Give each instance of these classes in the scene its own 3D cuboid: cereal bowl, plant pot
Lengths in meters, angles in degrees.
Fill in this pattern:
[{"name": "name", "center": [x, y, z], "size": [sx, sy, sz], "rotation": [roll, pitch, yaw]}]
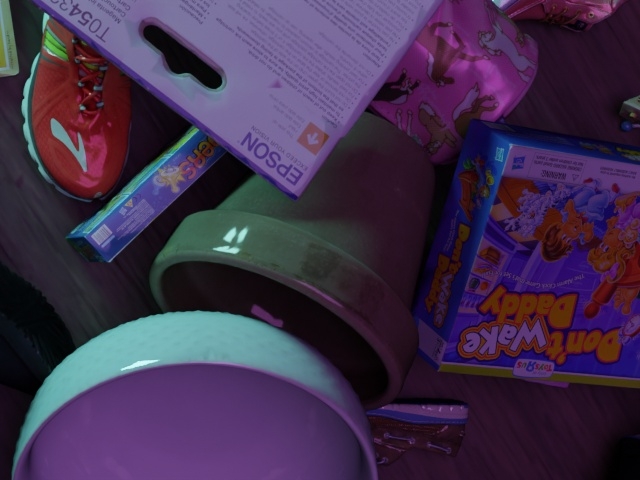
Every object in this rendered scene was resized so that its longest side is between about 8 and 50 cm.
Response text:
[{"name": "cereal bowl", "center": [-0.114, 0.189, 1.686], "size": [0.338, 0.141, 0.339], "rotation": [-1, 130, -1]}, {"name": "plant pot", "center": [0.000, 0.000, 1.727], "size": [0.263, 0.263, 0.229], "rotation": [34, 64, -13]}]

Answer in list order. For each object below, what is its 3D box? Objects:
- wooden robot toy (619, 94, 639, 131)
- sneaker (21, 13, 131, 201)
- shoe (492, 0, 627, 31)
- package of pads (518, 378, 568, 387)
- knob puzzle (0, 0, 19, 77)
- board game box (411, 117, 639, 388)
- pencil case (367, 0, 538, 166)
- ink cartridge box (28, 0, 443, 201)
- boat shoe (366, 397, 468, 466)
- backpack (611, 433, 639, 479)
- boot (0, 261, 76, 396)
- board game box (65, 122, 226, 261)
[{"name": "wooden robot toy", "center": [0.397, -0.121, 1.919], "size": [0.173, 0.076, 0.079], "rotation": [35, 70, -14]}, {"name": "sneaker", "center": [-0.221, -0.176, 1.713], "size": [0.107, 0.118, 0.279], "rotation": [2, 89, -15]}, {"name": "shoe", "center": [0.245, -0.245, 1.875], "size": [0.178, 0.063, 0.081], "rotation": [-32, 93, -18]}, {"name": "package of pads", "center": [0.214, 0.128, 1.873], "size": [0.083, 0.050, 0.032], "rotation": [12, 93, -16]}, {"name": "knob puzzle", "center": [-0.392, -0.230, 1.710], "size": [0.213, 0.030, 0.213], "rotation": [0, 91, -16]}, {"name": "board game box", "center": [0.274, 0.022, 1.797], "size": [0.347, 0.078, 0.233], "rotation": [7, 109, -30]}, {"name": "pencil case", "center": [0.031, -0.236, 1.769], "size": [0.386, 0.160, 0.167], "rotation": [39, 45, -13]}, {"name": "ink cartridge box", "center": [-0.059, -0.259, 1.629], "size": [0.324, 0.071, 0.330], "rotation": [38, 83, -12]}, {"name": "boat shoe", "center": [0.063, 0.193, 1.822], "size": [0.183, 0.066, 0.066], "rotation": [3, 91, -16]}, {"name": "backpack", "center": [0.450, 0.278, 1.849], "size": [0.263, 0.276, 0.213], "rotation": [35, 73, -20]}, {"name": "boot", "center": [-0.361, 0.103, 1.683], "size": [0.207, 0.094, 0.246], "rotation": [-23, 142, 12]}, {"name": "board game box", "center": [-0.151, -0.059, 1.725], "size": [0.201, 0.136, 0.035], "rotation": [-44, 100, -11]}]
